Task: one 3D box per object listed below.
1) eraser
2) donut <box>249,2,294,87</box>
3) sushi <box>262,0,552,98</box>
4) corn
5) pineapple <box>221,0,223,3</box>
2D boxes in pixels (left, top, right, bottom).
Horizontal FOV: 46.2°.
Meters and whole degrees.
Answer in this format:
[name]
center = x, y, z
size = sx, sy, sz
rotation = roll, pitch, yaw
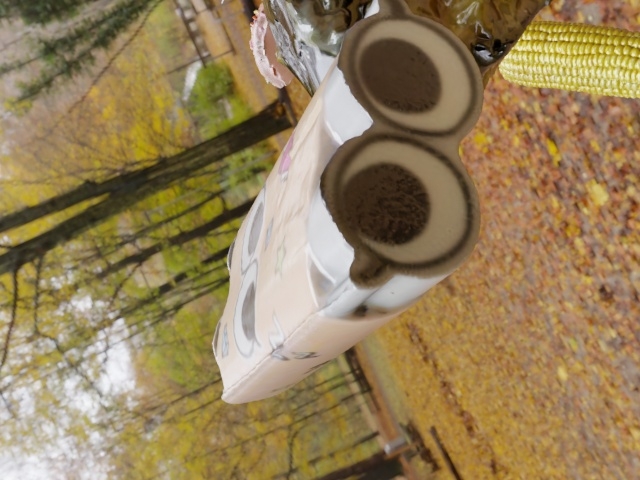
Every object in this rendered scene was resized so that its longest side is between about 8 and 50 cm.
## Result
[eraser]
center = 0.000, 0.000, 0.484
size = 0.290, 0.087, 0.171
rotation = 131, 148, -62
[donut]
center = -0.041, -0.300, 1.028
size = 0.117, 0.166, 0.065
rotation = 37, -170, -41
[sushi]
center = 0.061, -0.171, 0.564
size = 0.213, 0.200, 0.204
rotation = 60, 173, -10
[corn]
center = 0.356, -0.247, 1.016
size = 0.244, 0.093, 0.093
rotation = 17, 142, 40
[pineapple]
center = -0.098, -0.302, 0.745
size = 0.116, 0.137, 0.069
rotation = 56, -158, -25
